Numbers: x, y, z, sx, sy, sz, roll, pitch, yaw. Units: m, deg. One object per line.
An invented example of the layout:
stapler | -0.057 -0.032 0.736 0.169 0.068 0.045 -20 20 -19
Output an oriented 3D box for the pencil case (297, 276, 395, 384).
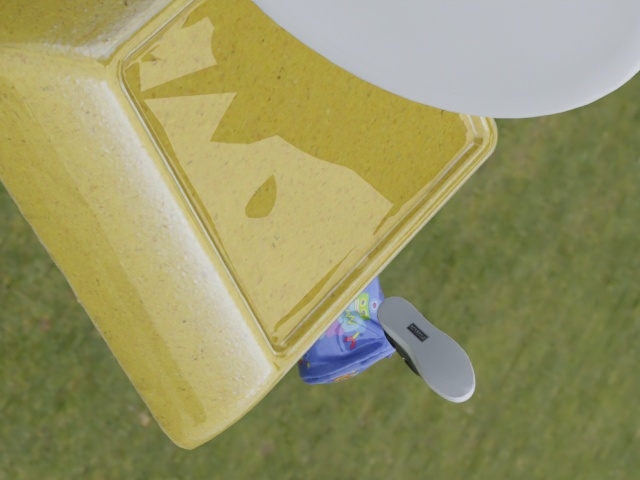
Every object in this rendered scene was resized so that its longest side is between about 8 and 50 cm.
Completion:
pencil case | 0.000 0.000 1.688 0.133 0.119 0.306 -16 91 -20

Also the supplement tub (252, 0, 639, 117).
supplement tub | 0.103 -0.224 0.549 0.325 0.235 0.235 -53 150 -28

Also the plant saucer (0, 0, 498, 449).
plant saucer | -0.023 -0.085 0.937 0.333 0.081 0.333 -46 127 -26

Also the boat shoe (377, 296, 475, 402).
boat shoe | 0.106 0.111 1.522 0.049 0.142 0.040 -31 143 -13
